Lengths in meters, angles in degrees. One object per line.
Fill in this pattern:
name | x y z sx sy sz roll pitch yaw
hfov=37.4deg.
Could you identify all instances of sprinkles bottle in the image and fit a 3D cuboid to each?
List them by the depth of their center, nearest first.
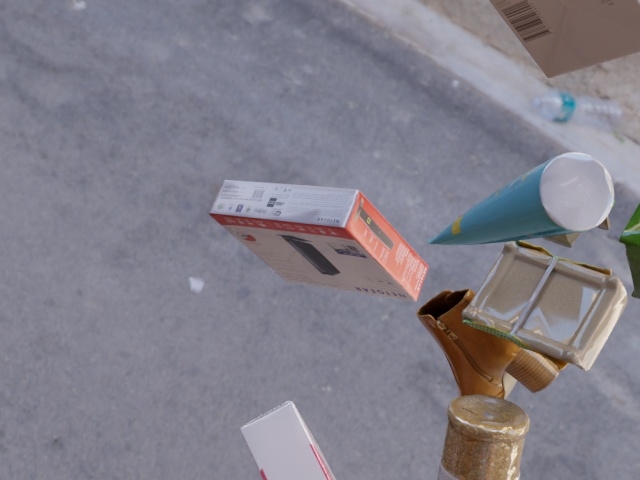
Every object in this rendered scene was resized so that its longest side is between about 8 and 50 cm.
sprinkles bottle | 0.222 0.409 1.393 0.121 0.355 0.121 6 16 -2

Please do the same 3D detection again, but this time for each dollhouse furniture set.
dollhouse furniture set | 0.380 0.069 1.422 0.197 0.151 0.301 22 67 36

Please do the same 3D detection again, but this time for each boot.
boot | 0.235 0.186 1.546 0.211 0.295 0.104 41 56 -1

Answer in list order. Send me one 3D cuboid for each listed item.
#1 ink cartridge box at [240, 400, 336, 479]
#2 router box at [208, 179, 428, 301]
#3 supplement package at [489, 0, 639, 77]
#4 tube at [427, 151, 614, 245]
ink cartridge box | -0.040 0.464 1.856 0.117 0.283 0.207 -27 63 -5
router box | 0.000 0.000 1.855 0.335 0.301 0.082 6 65 38
supplement package | 0.338 -0.358 1.070 0.177 0.175 0.293 47 64 -20
tube | 0.147 -0.022 0.708 0.080 0.207 0.052 -17 88 -12
